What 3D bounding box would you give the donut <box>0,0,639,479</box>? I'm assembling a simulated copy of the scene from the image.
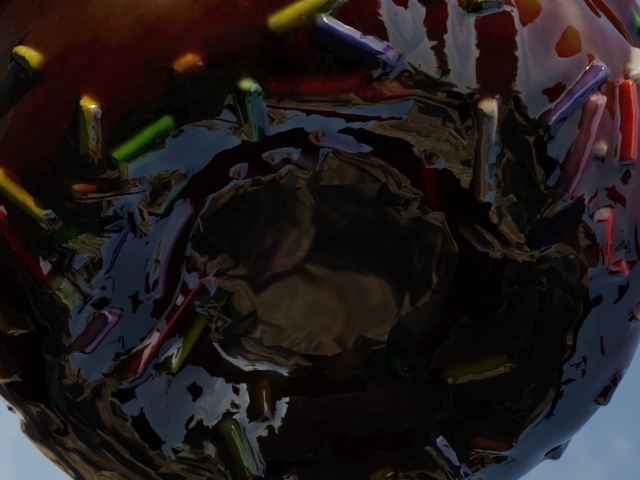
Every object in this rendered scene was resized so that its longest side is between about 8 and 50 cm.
[{"bbox_3d":[0.000,0.000,0.465,0.089,0.235,0.235,-104,-151,-56],"label":"donut"}]
